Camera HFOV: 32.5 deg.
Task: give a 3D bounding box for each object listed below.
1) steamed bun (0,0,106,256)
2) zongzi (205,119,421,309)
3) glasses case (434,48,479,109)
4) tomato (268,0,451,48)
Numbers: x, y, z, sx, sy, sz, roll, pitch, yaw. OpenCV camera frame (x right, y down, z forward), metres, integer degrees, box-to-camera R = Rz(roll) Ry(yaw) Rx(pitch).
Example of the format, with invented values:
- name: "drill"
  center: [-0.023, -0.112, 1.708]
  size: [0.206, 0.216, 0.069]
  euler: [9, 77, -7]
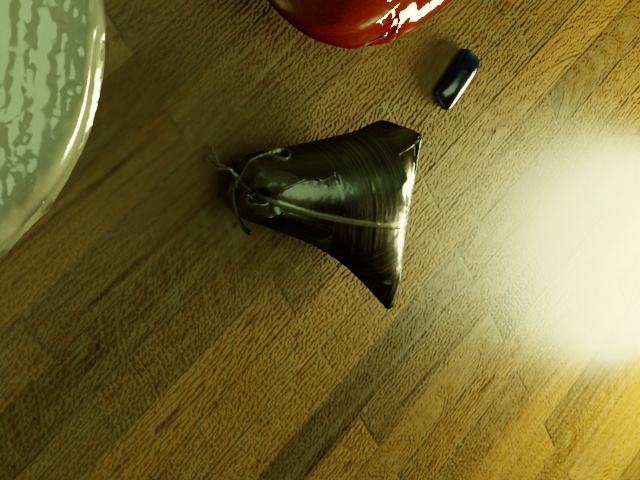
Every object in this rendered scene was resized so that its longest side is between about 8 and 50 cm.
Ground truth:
- name: "steamed bun"
  center: [-0.346, -0.146, 0.781]
  size: [0.374, 0.241, 0.374]
  euler: [-10, 108, -35]
- name: "zongzi"
  center: [0.000, 0.000, 1.228]
  size: [0.248, 0.111, 0.241]
  euler: [-15, 116, -33]
- name: "glasses case"
  center: [0.173, -0.204, 1.380]
  size: [0.083, 0.023, 0.033]
  euler: [-57, 132, -16]
- name: "tomato"
  center: [0.056, -0.343, 1.099]
  size: [0.298, 0.298, 0.226]
  euler: [-26, 77, -35]
